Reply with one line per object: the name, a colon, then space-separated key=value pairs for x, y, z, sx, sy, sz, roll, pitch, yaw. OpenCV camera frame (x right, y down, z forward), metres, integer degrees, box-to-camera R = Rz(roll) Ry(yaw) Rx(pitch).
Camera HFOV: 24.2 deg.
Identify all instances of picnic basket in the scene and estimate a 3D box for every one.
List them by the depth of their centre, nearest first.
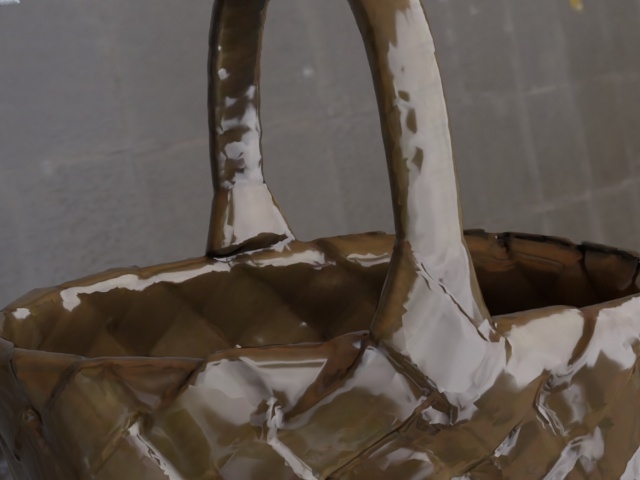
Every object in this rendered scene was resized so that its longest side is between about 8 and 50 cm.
picnic basket: x=0.000 y=0.000 z=0.702 sx=0.337 sy=0.293 sz=0.337 roll=-3 pitch=98 yaw=-19

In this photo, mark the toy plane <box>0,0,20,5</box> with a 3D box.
toy plane: x=-0.207 y=-0.158 z=0.515 sx=0.251 sy=0.255 sz=0.101 roll=63 pitch=14 yaw=-59
